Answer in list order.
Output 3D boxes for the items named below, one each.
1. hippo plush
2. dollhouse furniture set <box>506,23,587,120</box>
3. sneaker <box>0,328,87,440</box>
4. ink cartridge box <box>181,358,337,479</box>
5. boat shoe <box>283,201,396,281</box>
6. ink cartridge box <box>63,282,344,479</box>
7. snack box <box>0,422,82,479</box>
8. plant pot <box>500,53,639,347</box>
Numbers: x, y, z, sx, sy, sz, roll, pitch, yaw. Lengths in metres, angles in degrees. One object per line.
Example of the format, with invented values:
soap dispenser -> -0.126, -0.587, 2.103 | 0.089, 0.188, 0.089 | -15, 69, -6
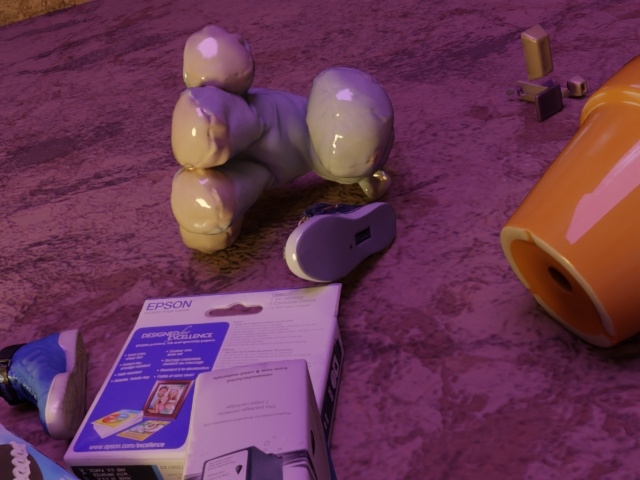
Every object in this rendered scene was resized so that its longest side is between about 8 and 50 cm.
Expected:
hippo plush -> -0.033, -0.094, 0.901 | 0.236, 0.234, 0.294 | 5, -8, 0
dollhouse furniture set -> 0.279, -0.230, 1.013 | 0.091, 0.114, 0.081 | -31, 32, -19
sneaker -> -0.264, 0.137, 0.721 | 0.084, 0.058, 0.152 | -13, 28, -7
ink cartridge box -> -0.032, 0.190, 0.478 | 0.082, 0.140, 0.191 | -11, 33, 3
boat shoe -> 0.000, 0.000, 0.797 | 0.083, 0.065, 0.183 | 1, 11, 34
ink cartridge box -> -0.087, 0.122, 0.688 | 0.206, 0.045, 0.208 | -5, 34, 13
snack box -> -0.341, 0.216, 0.634 | 0.322, 0.060, 0.187 | 15, 43, 38
plant pot -> 0.260, -0.019, 0.646 | 0.188, 0.205, 0.205 | -39, 37, -8
